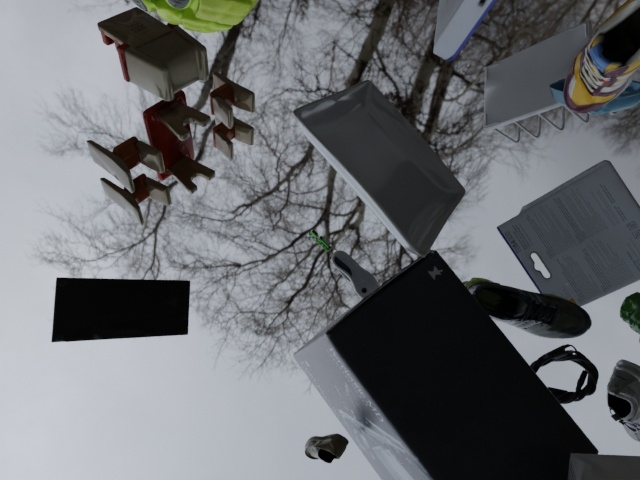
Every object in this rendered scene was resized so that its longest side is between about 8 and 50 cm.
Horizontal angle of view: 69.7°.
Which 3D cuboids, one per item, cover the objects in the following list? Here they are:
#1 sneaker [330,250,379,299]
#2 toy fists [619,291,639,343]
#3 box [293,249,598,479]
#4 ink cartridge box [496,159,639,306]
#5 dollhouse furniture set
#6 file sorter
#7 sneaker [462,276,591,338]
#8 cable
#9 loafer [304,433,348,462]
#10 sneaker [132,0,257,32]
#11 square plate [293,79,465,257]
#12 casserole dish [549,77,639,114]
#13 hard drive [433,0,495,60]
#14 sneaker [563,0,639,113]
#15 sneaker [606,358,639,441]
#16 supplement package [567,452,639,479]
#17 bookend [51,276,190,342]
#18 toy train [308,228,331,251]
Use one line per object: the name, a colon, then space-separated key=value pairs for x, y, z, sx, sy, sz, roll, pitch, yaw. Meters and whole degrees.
sneaker: x=0.121 y=0.116 z=1.553 sx=0.217 sy=0.079 sz=0.121 roll=50 pitch=180 yaw=-1
toy fists: x=0.717 y=0.189 z=0.866 sx=0.279 sy=0.096 sz=0.142 roll=16 pitch=-162 yaw=-9
box: x=0.213 y=0.342 z=1.020 sx=0.297 sy=0.472 sz=0.480 roll=-34 pitch=-100 yaw=-21
ink cartridge box: x=0.725 y=0.002 z=1.284 sx=0.324 sy=0.330 sz=0.071 roll=56 pitch=-156 yaw=-2
dollhouse furniture set: x=-0.239 y=-0.200 z=0.715 sx=0.135 sy=0.259 sz=0.262 roll=34 pitch=-124 yaw=16
file sorter: x=0.607 y=-0.396 z=1.226 sx=0.173 sy=0.277 sz=0.193 roll=17 pitch=-107 yaw=-36
sneaker: x=0.474 y=0.165 z=1.071 sx=0.299 sy=0.111 sz=0.121 roll=12 pitch=180 yaw=11
cable: x=0.658 y=0.378 z=1.266 sx=0.184 sy=0.047 sz=0.151 roll=-29 pitch=-135 yaw=7
loafer: x=0.006 y=0.492 z=1.079 sx=0.056 sy=0.148 sz=0.050 roll=40 pitch=-137 yaw=-8
sneaker: x=-0.063 y=-0.268 z=0.332 sx=0.109 sy=0.295 sz=0.124 roll=22 pitch=-120 yaw=-29
square plate: x=0.135 y=-0.161 z=0.940 sx=0.347 sy=0.049 sz=0.344 roll=49 pitch=-141 yaw=-1
casserole dish: x=0.520 y=-0.277 z=0.871 sx=0.114 sy=0.037 sz=0.188 roll=-14 pitch=-152 yaw=0
hard drive: x=0.253 y=-0.449 z=0.706 sx=0.040 sy=0.210 sz=0.319 roll=23 pitch=-129 yaw=-9
sneaker: x=0.300 y=-0.192 z=0.481 sx=0.083 sy=0.185 sz=0.070 roll=-30 pitch=-107 yaw=-15
sneaker: x=0.806 y=0.444 z=1.219 sx=0.115 sy=0.281 sz=0.105 roll=-37 pitch=-157 yaw=-16
supplement package: x=0.467 y=0.468 z=0.709 sx=0.138 sy=0.244 sz=0.134 roll=-3 pitch=-154 yaw=13
bookend: x=-0.278 y=0.086 z=0.608 sx=0.157 sy=0.156 sz=0.073 roll=6 pitch=-97 yaw=-40
toy train: x=0.000 y=0.000 z=1.297 sx=0.083 sy=0.023 sz=0.017 roll=43 pitch=-133 yaw=-15
